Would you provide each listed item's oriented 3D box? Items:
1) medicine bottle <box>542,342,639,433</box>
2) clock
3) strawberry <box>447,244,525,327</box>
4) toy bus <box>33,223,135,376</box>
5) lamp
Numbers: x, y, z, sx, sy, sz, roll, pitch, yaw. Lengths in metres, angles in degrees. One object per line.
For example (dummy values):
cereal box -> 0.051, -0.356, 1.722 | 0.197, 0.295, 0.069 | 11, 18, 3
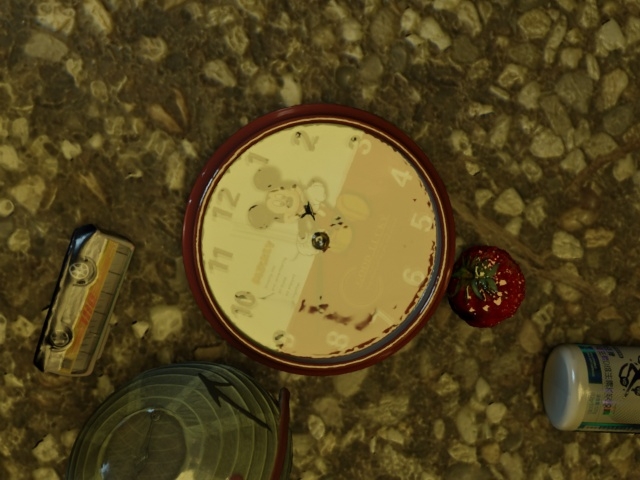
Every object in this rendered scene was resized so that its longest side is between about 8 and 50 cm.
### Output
medicine bottle -> 0.376, 0.182, 1.392 | 0.191, 0.107, 0.107 | 4, 96, -10
clock -> 0.000, 0.000, 1.320 | 0.318, 0.080, 0.319 | -1, 97, -5
strawberry -> 0.201, 0.055, 1.356 | 0.106, 0.106, 0.106 | -1, 97, -10
toy bus -> -0.267, 0.070, 1.292 | 0.072, 0.057, 0.172 | 18, 93, -21
lamp -> -0.149, 0.252, 1.253 | 0.233, 0.233, 0.265 | 32, 82, -12
